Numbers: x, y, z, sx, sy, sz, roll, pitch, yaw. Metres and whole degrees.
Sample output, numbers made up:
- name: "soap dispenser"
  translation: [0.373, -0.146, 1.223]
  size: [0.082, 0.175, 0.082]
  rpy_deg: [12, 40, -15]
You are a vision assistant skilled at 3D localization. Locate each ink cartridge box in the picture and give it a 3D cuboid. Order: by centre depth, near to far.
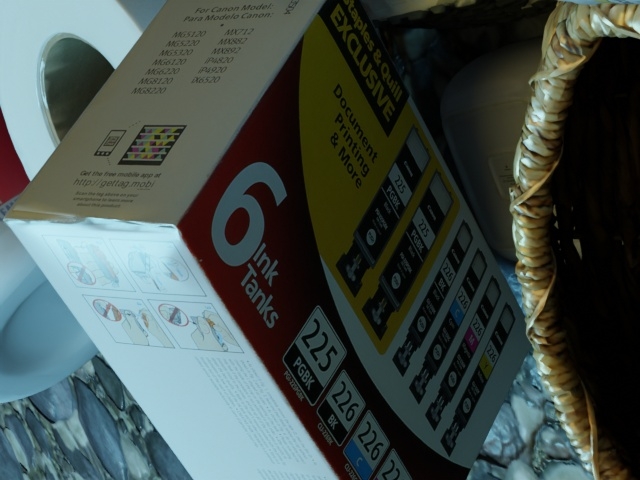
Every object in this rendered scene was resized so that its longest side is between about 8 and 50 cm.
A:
- name: "ink cartridge box"
  translation: [0.000, 0.000, 1.088]
  size: [0.130, 0.272, 0.309]
  rpy_deg: [2, 138, 36]

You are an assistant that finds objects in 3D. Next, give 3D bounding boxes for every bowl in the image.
- name: "bowl"
  translation: [0.132, -0.048, 1.112]
  size: [0.142, 0.053, 0.142]
  rpy_deg: [-8, 106, 57]

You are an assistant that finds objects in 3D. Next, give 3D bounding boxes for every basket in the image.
- name: "basket"
  translation: [0.195, 0.012, 0.846]
  size: [0.213, 0.223, 0.299]
  rpy_deg: [-2, 119, 9]

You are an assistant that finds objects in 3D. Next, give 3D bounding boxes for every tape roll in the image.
- name: "tape roll"
  translation: [-0.093, -0.108, 1.269]
  size: [0.246, 0.169, 0.246]
  rpy_deg: [32, 136, 37]

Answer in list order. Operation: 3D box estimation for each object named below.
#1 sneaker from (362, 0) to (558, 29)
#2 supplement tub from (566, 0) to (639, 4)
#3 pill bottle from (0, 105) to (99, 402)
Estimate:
- name: "sneaker"
  translation: [0.108, -0.193, 1.020]
  size: [0.283, 0.110, 0.122]
  rpy_deg: [-15, 83, 54]
- name: "supplement tub"
  translation: [0.178, -0.206, 0.679]
  size: [0.331, 0.241, 0.241]
  rpy_deg: [6, 120, 28]
- name: "pill bottle"
  translation: [-0.339, -0.072, 1.578]
  size: [0.407, 0.229, 0.229]
  rpy_deg: [46, 144, 23]
